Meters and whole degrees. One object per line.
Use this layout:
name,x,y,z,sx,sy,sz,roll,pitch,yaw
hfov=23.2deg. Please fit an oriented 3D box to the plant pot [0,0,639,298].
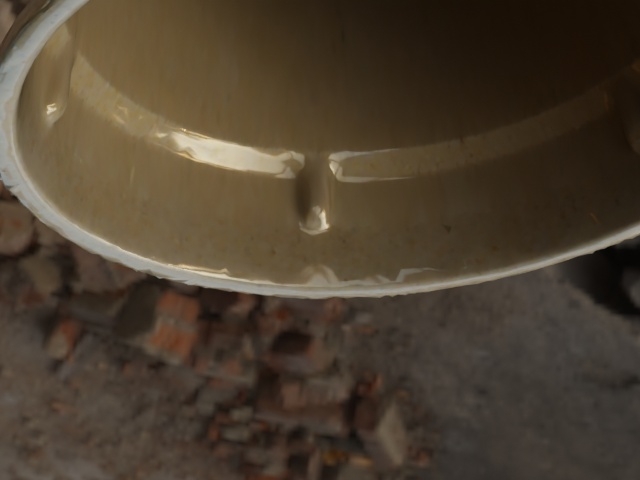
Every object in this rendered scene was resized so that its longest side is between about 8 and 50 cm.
plant pot,0.020,-0.179,0.698,0.333,0.306,0.334,-5,154,-2
